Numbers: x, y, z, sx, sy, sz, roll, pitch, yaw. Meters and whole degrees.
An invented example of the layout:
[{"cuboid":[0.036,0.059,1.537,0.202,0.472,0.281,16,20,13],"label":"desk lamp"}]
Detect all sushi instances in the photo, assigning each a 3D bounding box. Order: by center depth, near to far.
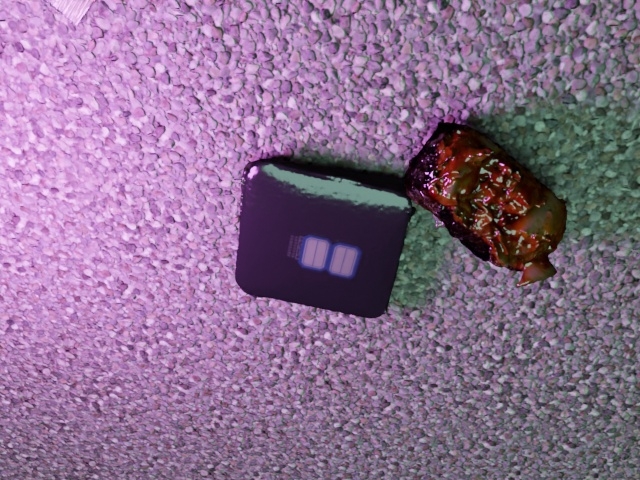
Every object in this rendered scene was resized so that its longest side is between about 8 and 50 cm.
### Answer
[{"cuboid":[0.308,-0.059,1.202,0.343,0.182,0.196,36,106,-18],"label":"sushi"}]

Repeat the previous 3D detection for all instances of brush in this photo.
[{"cuboid":[-0.375,-0.504,1.116,0.090,0.017,0.314,36,122,-20],"label":"brush"}]

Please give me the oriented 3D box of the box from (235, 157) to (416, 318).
[{"cuboid":[0.000,0.000,1.371,0.351,0.091,0.359,11,126,2],"label":"box"}]
